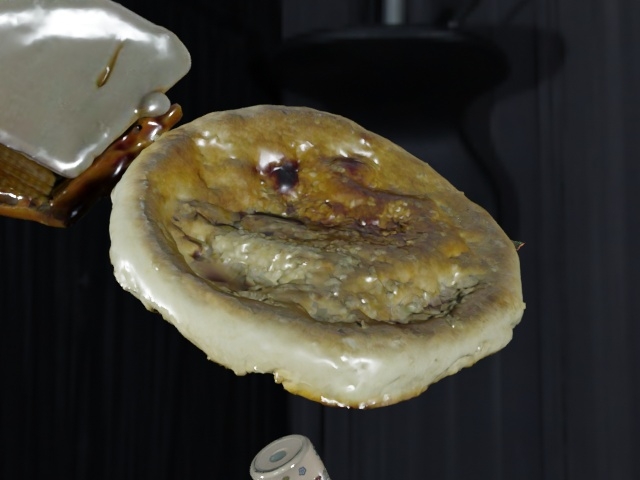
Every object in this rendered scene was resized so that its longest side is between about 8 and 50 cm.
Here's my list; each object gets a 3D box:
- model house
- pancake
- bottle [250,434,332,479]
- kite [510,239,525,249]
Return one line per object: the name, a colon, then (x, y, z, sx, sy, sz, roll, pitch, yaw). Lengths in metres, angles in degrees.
model house: (-0.266, -0.122, 1.416, 0.219, 0.199, 0.229, 40, 156, -6)
pancake: (-0.001, 0.002, 1.184, 0.356, 0.356, 0.065, 4, 126, -19)
bottle: (-0.021, 0.340, 1.969, 0.099, 0.152, 0.099, -24, -162, 9)
kite: (0.146, 0.046, 1.726, 0.241, 0.014, 0.183, -31, 140, -21)
